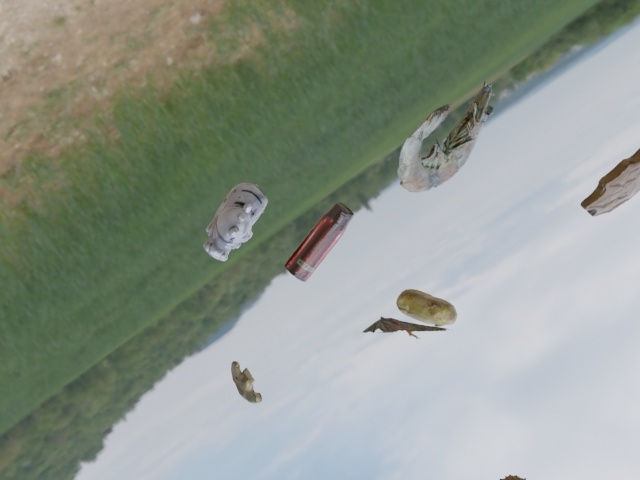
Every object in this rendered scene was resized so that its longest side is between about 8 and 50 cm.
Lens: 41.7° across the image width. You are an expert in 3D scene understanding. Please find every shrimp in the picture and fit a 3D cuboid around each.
[{"bbox_3d":[0.333,-0.275,2.234,0.247,0.085,0.360,18,116,-47],"label":"shrimp"}]

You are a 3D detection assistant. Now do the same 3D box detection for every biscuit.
[{"bbox_3d":[0.645,-0.118,1.796,0.215,0.034,0.182,-31,151,-14],"label":"biscuit"}]

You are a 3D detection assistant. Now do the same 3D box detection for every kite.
[{"bbox_3d":[0.197,0.203,1.987,0.241,0.014,0.183,3,-171,-19],"label":"kite"}]

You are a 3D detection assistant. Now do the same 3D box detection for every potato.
[{"bbox_3d":[0.284,0.181,2.248,0.080,0.170,0.107,-66,163,-4],"label":"potato"}]

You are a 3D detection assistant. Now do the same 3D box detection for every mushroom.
[{"bbox_3d":[-0.147,0.277,1.636,0.019,0.101,0.049,-5,135,-45],"label":"mushroom"}]

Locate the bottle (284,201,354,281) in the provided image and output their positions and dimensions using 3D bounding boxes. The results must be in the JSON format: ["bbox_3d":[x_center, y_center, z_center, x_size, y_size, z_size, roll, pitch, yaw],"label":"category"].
[{"bbox_3d":[0.000,0.000,1.616,0.164,0.060,0.060,-52,180,7],"label":"bottle"}]

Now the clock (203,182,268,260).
[{"bbox_3d":[-0.159,-0.053,1.677,0.117,0.080,0.176,-40,-161,50],"label":"clock"}]

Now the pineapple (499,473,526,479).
[{"bbox_3d":[0.551,0.743,2.346,0.130,0.119,0.277,-20,180,12],"label":"pineapple"}]
